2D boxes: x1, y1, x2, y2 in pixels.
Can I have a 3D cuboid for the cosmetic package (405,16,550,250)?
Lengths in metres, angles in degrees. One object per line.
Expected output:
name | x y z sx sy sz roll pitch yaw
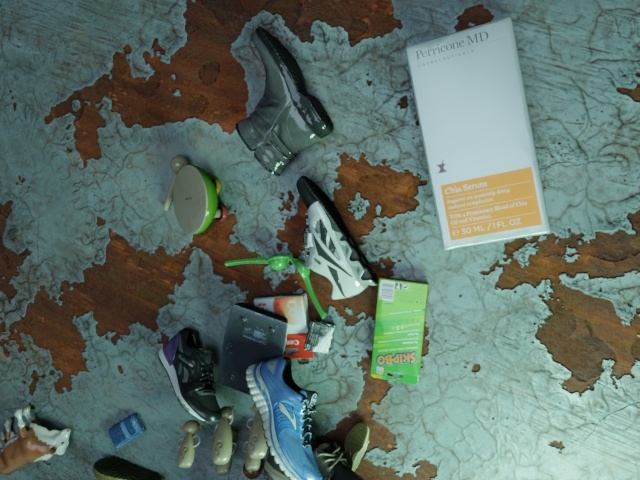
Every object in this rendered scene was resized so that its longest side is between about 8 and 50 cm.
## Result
cosmetic package | 0.350 -0.223 1.195 0.229 0.161 0.454 -11 91 18

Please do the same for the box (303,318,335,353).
box | -0.002 0.254 1.409 0.067 0.018 0.084 12 100 -13

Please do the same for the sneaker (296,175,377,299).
sneaker | 0.000 0.000 1.344 0.146 0.122 0.331 -30 86 16

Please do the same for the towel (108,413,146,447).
towel | -0.593 0.581 1.632 0.119 0.029 0.067 -33 85 18

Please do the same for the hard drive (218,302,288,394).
hard drive | -0.178 0.297 1.441 0.171 0.054 0.255 18 111 10

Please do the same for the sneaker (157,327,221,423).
sneaker | -0.338 0.361 1.461 0.124 0.107 0.283 -47 60 8

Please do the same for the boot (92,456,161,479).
boot | -0.603 0.826 1.631 0.235 0.089 0.270 14 100 16

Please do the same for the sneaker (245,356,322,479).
sneaker | -0.066 0.440 1.322 0.147 0.130 0.330 -26 71 3

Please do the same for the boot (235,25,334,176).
boot | -0.139 -0.352 1.361 0.222 0.118 0.338 -32 81 23

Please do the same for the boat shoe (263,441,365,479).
boat shoe | 0.000 0.588 1.366 0.355 0.132 0.131 8 90 33

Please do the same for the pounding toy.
pounding toy | -0.323 -0.122 1.457 0.236 0.110 0.183 34 118 41

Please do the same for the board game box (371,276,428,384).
board game box | 0.199 0.228 1.352 0.124 0.039 0.260 7 95 17

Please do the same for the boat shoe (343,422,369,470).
boat shoe | 0.095 0.551 1.415 0.056 0.048 0.153 21 95 35

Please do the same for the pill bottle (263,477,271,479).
pill bottle | 0.011 0.783 1.363 0.407 0.229 0.229 13 99 16

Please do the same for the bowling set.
bowling set | -0.236 0.561 1.483 0.286 0.200 0.154 -11 48 15

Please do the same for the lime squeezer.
lime squeezer | -0.099 0.087 1.412 0.310 0.059 0.110 26 92 14

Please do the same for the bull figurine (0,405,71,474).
bull figurine | -0.946 0.643 1.712 0.310 0.101 0.189 -30 82 15

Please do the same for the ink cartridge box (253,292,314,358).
ink cartridge box | -0.099 0.236 1.440 0.145 0.045 0.180 -6 91 18
